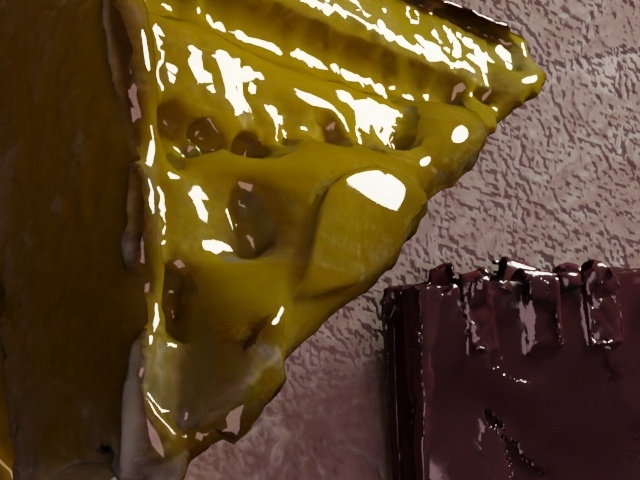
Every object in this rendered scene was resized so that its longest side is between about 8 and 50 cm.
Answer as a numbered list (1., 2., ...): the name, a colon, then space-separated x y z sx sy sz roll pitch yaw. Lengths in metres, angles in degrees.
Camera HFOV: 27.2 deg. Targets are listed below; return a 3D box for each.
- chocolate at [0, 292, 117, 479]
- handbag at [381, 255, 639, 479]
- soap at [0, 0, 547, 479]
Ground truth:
1. chocolate: -0.203 0.061 0.672 0.162 0.162 0.445 -34 101 -23
2. handbag: 0.139 0.117 0.880 0.203 0.074 0.216 -4 88 -26
3. soap: 0.000 0.000 0.685 0.339 0.169 0.304 12 57 -41
